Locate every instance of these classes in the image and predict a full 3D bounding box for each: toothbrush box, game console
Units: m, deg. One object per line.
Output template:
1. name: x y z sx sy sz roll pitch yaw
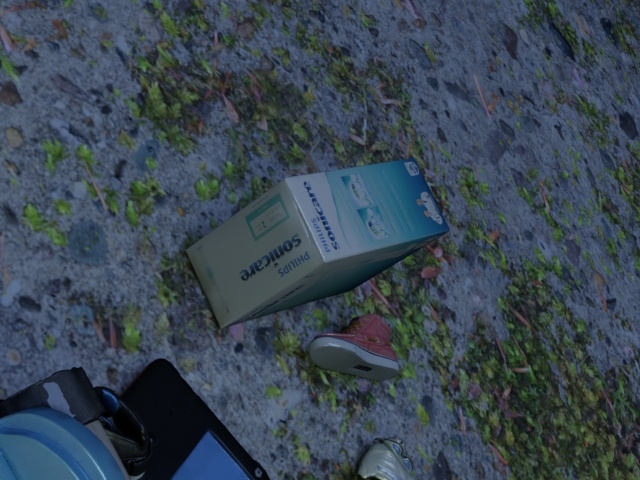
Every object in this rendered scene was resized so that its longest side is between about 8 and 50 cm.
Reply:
1. toothbrush box: 0.000 0.000 1.584 0.295 0.216 0.126 -15 76 -50
2. game console: -0.142 0.362 1.305 0.386 0.060 0.342 51 38 -9

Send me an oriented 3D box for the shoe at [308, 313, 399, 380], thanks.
1. shoe: 0.044 0.145 1.660 0.178 0.063 0.081 23 48 -43

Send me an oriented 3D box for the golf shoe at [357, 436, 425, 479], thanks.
1. golf shoe: 0.116 0.359 1.601 0.176 0.069 0.086 49 58 -6

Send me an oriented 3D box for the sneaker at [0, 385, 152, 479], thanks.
1. sneaker: -0.271 0.183 1.181 0.217 0.121 0.079 23 33 -1

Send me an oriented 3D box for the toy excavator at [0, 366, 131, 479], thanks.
1. toy excavator: -0.380 0.300 0.925 0.222 0.433 0.445 62 10 6
